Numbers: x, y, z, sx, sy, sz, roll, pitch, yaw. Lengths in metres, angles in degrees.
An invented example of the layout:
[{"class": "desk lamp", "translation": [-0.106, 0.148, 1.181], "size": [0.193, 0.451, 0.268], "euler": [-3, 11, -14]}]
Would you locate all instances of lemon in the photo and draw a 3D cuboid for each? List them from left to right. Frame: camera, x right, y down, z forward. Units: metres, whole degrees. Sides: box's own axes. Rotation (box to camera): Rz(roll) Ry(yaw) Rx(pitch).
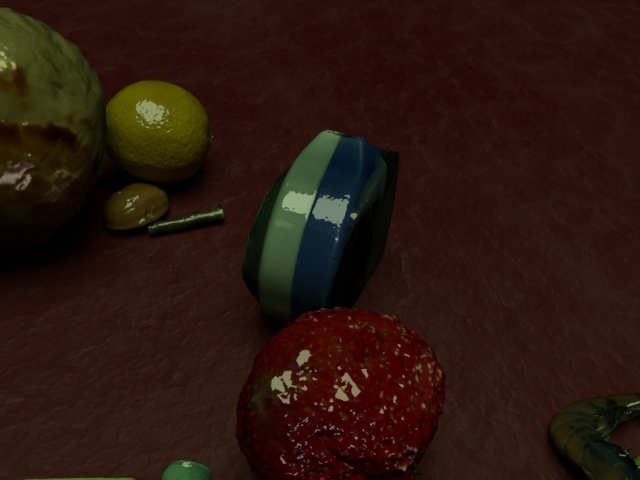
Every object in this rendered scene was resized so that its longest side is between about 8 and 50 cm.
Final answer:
[{"class": "lemon", "translation": [-0.287, -0.187, 1.266], "size": [0.203, 0.178, 0.178], "euler": [10, 45, -14]}]

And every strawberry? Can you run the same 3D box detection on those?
[{"class": "strawberry", "translation": [0.011, 0.192, 0.856], "size": [0.258, 0.277, 0.257], "euler": [-8, 70, 24]}]

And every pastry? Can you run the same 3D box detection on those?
[{"class": "pastry", "translation": [-0.503, -0.148, 1.091], "size": [0.389, 0.388, 0.312], "euler": [-14, 59, -17]}]

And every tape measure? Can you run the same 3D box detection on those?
[{"class": "tape measure", "translation": [0.000, -0.002, 1.067], "size": [0.138, 0.259, 0.262], "euler": [21, 53, 16]}]

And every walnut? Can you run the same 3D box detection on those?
[{"class": "walnut", "translation": [-0.311, -0.065, 1.226], "size": [0.091, 0.052, 0.121], "euler": [27, 46, 36]}]

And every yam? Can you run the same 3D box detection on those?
[{"class": "yam", "translation": [-0.227, -0.035, 1.230], "size": [0.130, 0.027, 0.033], "euler": [-12, 87, -14]}]

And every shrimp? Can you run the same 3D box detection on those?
[{"class": "shrimp", "translation": [0.417, 0.260, 0.913], "size": [0.198, 0.051, 0.262], "euler": [-19, 21, -6]}]

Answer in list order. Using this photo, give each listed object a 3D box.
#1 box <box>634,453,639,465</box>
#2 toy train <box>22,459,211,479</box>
[{"class": "box", "translation": [0.357, 0.413, 0.835], "size": [0.335, 0.047, 0.187], "euler": [-32, 57, -31]}, {"class": "toy train", "translation": [-0.215, 0.412, 0.725], "size": [0.254, 0.160, 0.396], "euler": [-3, 47, 4]}]
